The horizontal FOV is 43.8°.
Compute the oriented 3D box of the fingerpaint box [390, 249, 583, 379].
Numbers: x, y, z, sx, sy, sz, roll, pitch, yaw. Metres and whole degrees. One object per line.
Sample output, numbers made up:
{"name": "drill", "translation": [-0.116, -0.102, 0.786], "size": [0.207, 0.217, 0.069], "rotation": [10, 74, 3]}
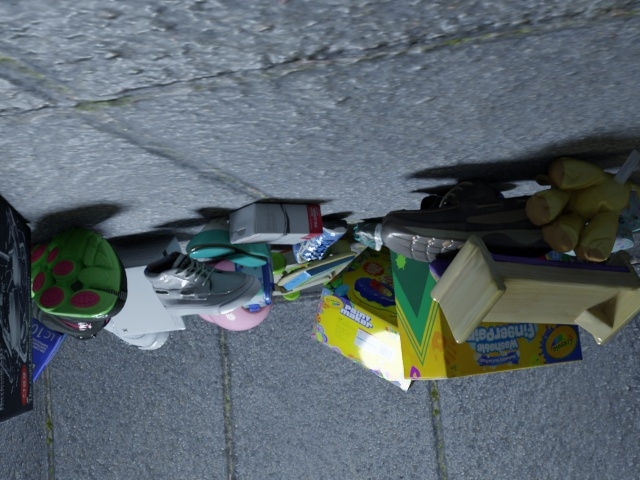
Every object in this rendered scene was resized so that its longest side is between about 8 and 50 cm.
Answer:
{"name": "fingerpaint box", "translation": [0.397, 0.124, 1.886], "size": [0.444, 0.372, 0.163], "rotation": [0, 170, -33]}

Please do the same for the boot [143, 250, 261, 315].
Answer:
{"name": "boot", "translation": [-0.247, 0.080, 1.600], "size": [0.258, 0.123, 0.095], "rotation": [-12, -146, 34]}

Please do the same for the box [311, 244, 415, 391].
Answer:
{"name": "box", "translation": [0.179, 0.186, 2.061], "size": [0.289, 0.177, 0.279], "rotation": [27, -143, 19]}

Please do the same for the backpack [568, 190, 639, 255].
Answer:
{"name": "backpack", "translation": [0.568, -0.044, 1.629], "size": [0.188, 0.145, 0.165], "rotation": [-2, 167, -44]}

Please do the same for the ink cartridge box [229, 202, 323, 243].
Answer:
{"name": "ink cartridge box", "translation": [-0.088, -0.031, 1.537], "size": [0.150, 0.063, 0.109], "rotation": [1, 170, -34]}

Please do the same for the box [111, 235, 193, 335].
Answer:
{"name": "box", "translation": [-0.388, 0.104, 1.786], "size": [0.181, 0.181, 0.119], "rotation": [-8, -151, 21]}

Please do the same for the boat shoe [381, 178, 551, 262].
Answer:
{"name": "boat shoe", "translation": [0.267, -0.036, 1.454], "size": [0.355, 0.130, 0.132], "rotation": [4, 160, -25]}

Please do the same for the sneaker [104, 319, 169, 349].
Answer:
{"name": "sneaker", "translation": [-0.547, 0.157, 1.946], "size": [0.365, 0.138, 0.210], "rotation": [28, -175, 30]}

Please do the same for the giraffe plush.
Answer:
{"name": "giraffe plush", "translation": [0.448, -0.072, 1.396], "size": [0.210, 0.181, 0.170], "rotation": [-39, -175, -3]}

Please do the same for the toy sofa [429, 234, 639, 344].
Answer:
{"name": "toy sofa", "translation": [0.384, 0.072, 1.416], "size": [0.362, 0.177, 0.150], "rotation": [5, 136, -26]}

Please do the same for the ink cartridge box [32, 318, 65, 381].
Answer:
{"name": "ink cartridge box", "translation": [-0.741, 0.201, 1.861], "size": [0.270, 0.151, 0.395], "rotation": [32, 175, -10]}

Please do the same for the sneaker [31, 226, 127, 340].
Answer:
{"name": "sneaker", "translation": [-0.483, 0.097, 1.607], "size": [0.202, 0.185, 0.482], "rotation": [36, 160, -29]}

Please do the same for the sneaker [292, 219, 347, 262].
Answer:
{"name": "sneaker", "translation": [0.000, 0.000, 1.760], "size": [0.080, 0.081, 0.211], "rotation": [-1, 172, -26]}

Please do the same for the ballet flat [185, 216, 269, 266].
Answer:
{"name": "ballet flat", "translation": [-0.191, -0.001, 1.602], "size": [0.083, 0.087, 0.247], "rotation": [-17, 165, 27]}

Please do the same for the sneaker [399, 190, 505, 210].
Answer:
{"name": "sneaker", "translation": [0.258, -0.061, 1.546], "size": [0.232, 0.091, 0.081], "rotation": [-26, -179, -23]}

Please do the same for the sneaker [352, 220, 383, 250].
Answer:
{"name": "sneaker", "translation": [0.111, -0.018, 1.851], "size": [0.076, 0.065, 0.166], "rotation": [11, 170, 3]}

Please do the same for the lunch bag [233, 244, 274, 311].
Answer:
{"name": "lunch bag", "translation": [-0.152, 0.069, 1.815], "size": [0.090, 0.176, 0.219], "rotation": [-5, 171, -3]}

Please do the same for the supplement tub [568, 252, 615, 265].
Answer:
{"name": "supplement tub", "translation": [0.719, 0.075, 2.357], "size": [0.207, 0.207, 0.337], "rotation": [-12, 171, 41]}

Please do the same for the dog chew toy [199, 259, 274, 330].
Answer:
{"name": "dog chew toy", "translation": [-0.279, 0.151, 2.293], "size": [0.206, 0.207, 0.331], "rotation": [0, 178, -37]}

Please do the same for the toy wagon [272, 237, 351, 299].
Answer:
{"name": "toy wagon", "translation": [-0.080, 0.086, 2.091], "size": [0.344, 0.068, 0.267], "rotation": [-17, 159, 1]}

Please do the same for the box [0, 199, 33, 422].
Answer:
{"name": "box", "translation": [-0.578, 0.122, 1.281], "size": [0.178, 0.344, 0.312], "rotation": [-2, 173, -10]}

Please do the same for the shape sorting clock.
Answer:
{"name": "shape sorting clock", "translation": [-0.008, 0.066, 1.918], "size": [0.206, 0.040, 0.206], "rotation": [-24, 174, -3]}
